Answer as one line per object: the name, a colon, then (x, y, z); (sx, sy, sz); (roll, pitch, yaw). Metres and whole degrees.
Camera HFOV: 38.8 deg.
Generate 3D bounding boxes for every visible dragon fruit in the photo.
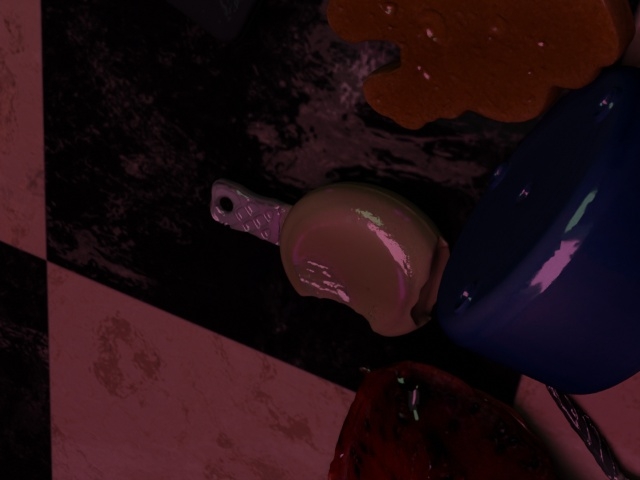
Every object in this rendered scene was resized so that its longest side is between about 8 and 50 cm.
dragon fruit: (0.141, 0.296, 1.073); (0.329, 0.228, 0.286); (-51, 52, 56)

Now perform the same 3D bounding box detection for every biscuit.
biscuit: (0.134, -0.182, 0.802); (0.295, 0.044, 0.186); (6, 137, 45)

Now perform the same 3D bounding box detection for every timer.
timer: (0.324, 0.061, 0.774); (0.384, 0.270, 0.270); (32, 127, -6)

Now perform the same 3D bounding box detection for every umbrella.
umbrella: (0.314, 0.241, 0.974); (0.044, 0.044, 0.269); (-36, 95, 6)

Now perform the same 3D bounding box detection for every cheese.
cheese: (0.000, 0.000, 1.003); (0.286, 0.082, 0.163); (20, 121, 22)

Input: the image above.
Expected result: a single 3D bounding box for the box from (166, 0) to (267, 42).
box: (-0.141, -0.323, 0.918); (0.230, 0.050, 0.160); (36, 128, 2)
